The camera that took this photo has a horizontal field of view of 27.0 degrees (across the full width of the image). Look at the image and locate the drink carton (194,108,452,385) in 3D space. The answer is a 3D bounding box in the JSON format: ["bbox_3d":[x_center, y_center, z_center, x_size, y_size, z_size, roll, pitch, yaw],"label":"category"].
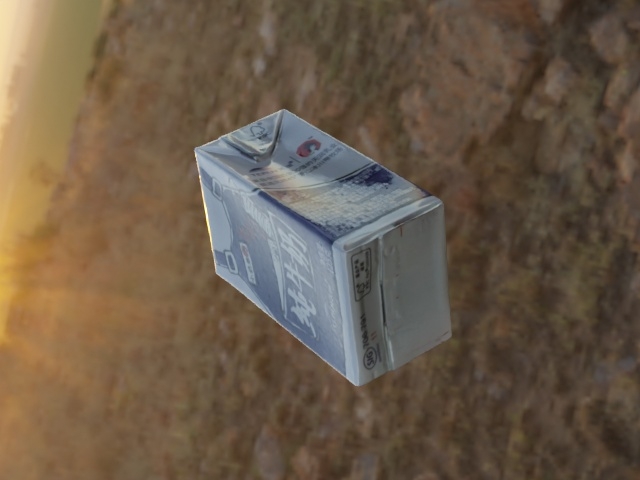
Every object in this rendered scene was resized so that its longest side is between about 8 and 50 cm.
[{"bbox_3d":[-0.001,-0.001,1.090,0.222,0.102,0.134,35,144,45],"label":"drink carton"}]
